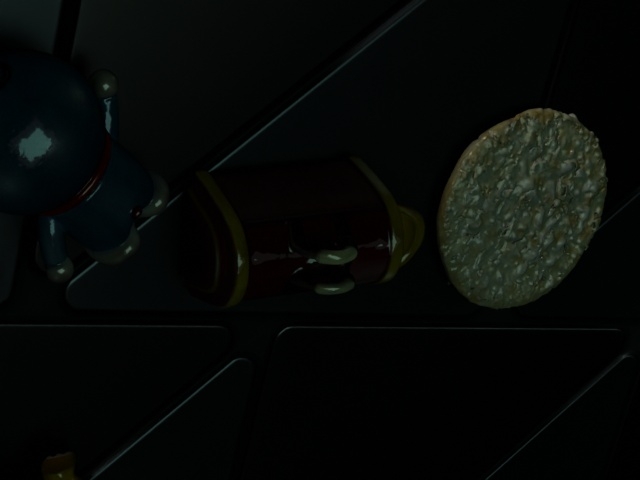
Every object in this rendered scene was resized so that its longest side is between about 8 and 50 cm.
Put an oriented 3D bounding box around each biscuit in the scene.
[{"bbox_3d":[0.142,-0.022,0.952,0.152,0.020,0.152,-12,116,-26],"label":"biscuit"}]

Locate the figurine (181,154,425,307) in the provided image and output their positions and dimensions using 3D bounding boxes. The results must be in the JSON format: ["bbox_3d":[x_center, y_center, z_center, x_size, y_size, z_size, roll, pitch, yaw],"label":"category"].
[{"bbox_3d":[0.001,0.001,0.831,0.154,0.098,0.082,-7,111,-26],"label":"figurine"}]

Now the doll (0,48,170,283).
[{"bbox_3d":[-0.146,-0.047,0.732,0.152,0.085,0.114,42,73,-48],"label":"doll"}]

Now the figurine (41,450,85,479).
[{"bbox_3d":[-0.156,0.229,0.826,0.121,0.122,0.176,-24,121,-23],"label":"figurine"}]
